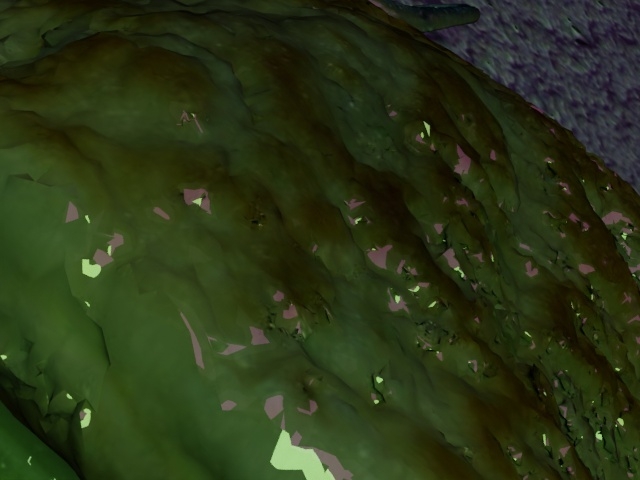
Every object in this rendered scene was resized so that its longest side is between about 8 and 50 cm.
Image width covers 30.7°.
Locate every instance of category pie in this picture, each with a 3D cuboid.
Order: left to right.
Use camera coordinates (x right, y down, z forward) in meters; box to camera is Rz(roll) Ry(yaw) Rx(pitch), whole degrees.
[{"bbox_3d":[-0.016,-0.002,0.491,0.395,0.180,0.418,36,19,4],"label":"pie"}]

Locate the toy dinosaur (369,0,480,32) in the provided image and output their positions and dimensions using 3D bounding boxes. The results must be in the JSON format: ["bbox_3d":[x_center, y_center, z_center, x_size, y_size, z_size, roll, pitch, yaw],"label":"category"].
[{"bbox_3d":[-0.005,-0.148,0.789,0.363,0.076,0.147,0,52,-36],"label":"toy dinosaur"}]

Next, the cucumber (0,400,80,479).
[{"bbox_3d":[-0.137,0.102,0.471,0.193,0.115,0.086,41,-3,0],"label":"cucumber"}]
